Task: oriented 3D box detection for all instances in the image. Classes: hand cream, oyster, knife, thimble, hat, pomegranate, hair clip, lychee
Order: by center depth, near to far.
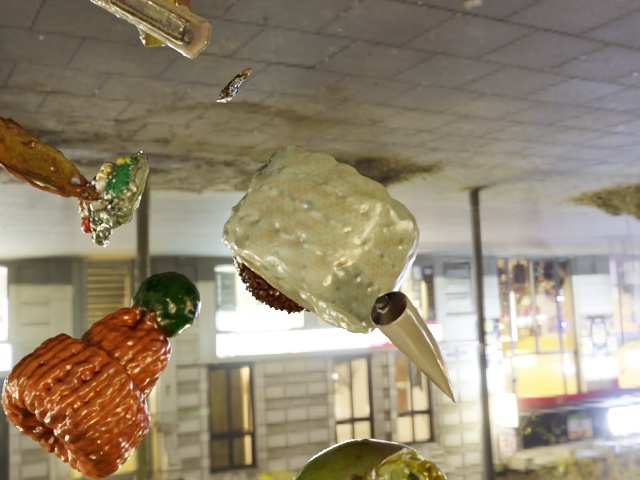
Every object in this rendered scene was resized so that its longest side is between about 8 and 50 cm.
[{"bbox_3d":[0.123,0.128,1.016,0.054,0.087,0.186,-28,127,18],"label":"hand cream"},{"bbox_3d":[0.038,0.447,1.084,0.216,0.310,0.358,-6,-153,47],"label":"pomegranate"},{"bbox_3d":[0.000,0.000,1.232,0.291,0.195,0.291,30,168,7],"label":"thimble"},{"bbox_3d":[-0.307,-0.399,1.312,0.365,0.089,0.043,37,-155,29],"label":"knife"},{"bbox_3d":[-0.146,-0.265,1.365,0.083,0.019,0.054,-48,180,18],"label":"oyster"},{"bbox_3d":[-0.395,-0.076,1.464,0.091,0.138,0.321,21,160,-18],"label":"hair clip"},{"bbox_3d":[-0.407,0.230,1.534,0.285,0.400,0.285,19,144,15],"label":"hat"},{"bbox_3d":[-0.038,0.019,1.589,0.271,0.272,0.271,-2,174,0],"label":"lychee"}]

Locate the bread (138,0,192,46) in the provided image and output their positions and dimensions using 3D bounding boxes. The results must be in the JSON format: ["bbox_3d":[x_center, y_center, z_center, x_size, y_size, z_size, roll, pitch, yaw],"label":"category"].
[{"bbox_3d":[-0.319,-0.520,1.547,0.110,0.234,0.184,-10,-144,1],"label":"bread"}]

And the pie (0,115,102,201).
[{"bbox_3d":[-0.347,-0.102,0.934,0.191,0.033,0.088,36,-154,7],"label":"pie"}]
